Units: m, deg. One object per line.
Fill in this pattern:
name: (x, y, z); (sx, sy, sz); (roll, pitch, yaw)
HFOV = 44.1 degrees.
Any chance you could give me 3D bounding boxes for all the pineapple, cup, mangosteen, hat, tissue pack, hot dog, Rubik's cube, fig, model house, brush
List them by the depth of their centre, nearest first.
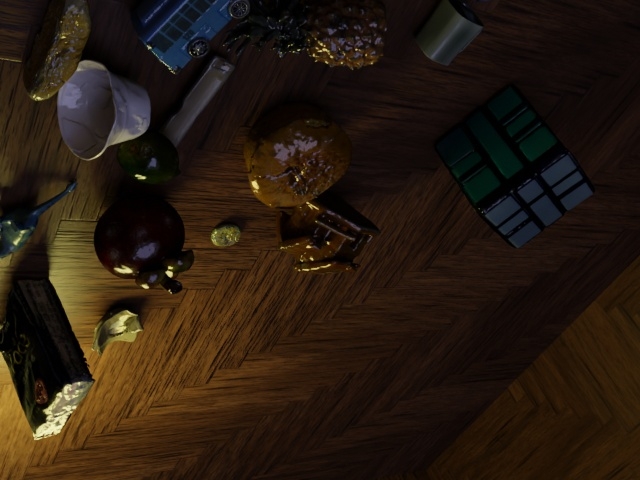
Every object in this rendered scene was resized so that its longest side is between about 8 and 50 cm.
hot dog: (-0.476, -0.361, 1.450); (0.073, 0.084, 0.242); (7, 131, -37)
hat: (-0.418, -0.259, 1.564); (0.126, 0.203, 0.203); (-12, 147, -52)
pineapple: (-0.036, -0.430, 1.603); (0.340, 0.169, 0.169); (-5, 140, -15)
fig: (-0.348, -0.164, 1.688); (0.117, 0.117, 0.177); (-34, 147, 9)
brush: (-0.299, -0.273, 1.708); (0.060, 0.050, 0.321); (19, 123, -42)
cup: (0.302, -0.476, 1.798); (0.128, 0.095, 0.129); (7, 135, -42)
mangosteen: (-0.398, 0.016, 1.829); (0.215, 0.257, 0.215); (-41, 168, -11)
tissue pack: (-0.686, 0.285, 1.920); (0.123, 0.332, 0.245); (0, 137, -46)
model house: (0.001, -0.001, 2.103); (0.199, 0.219, 0.229); (-3, 128, -53)
Rubik's cube: (0.522, -0.194, 2.133); (0.283, 0.288, 0.293); (-38, 141, 18)
hat: (-0.581, 0.252, 2.186); (0.147, 0.085, 0.175); (-21, 169, -27)

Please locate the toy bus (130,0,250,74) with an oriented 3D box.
toy bus: (-0.242, -0.440, 1.475); (0.234, 0.116, 0.133); (-40, 142, 15)

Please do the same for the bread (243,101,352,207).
bread: (-0.064, -0.201, 1.868); (0.268, 0.146, 0.268); (-16, 139, -14)

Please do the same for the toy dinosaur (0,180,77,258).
toy dinosaur: (-0.681, -0.025, 1.747); (0.329, 0.076, 0.144); (-41, 174, 18)

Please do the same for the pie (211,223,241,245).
pie: (-0.249, -0.016, 2.086); (0.084, 0.021, 0.084); (-14, 141, -12)
